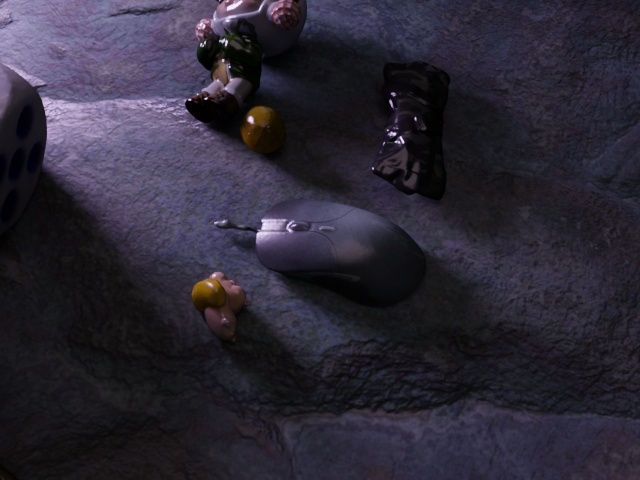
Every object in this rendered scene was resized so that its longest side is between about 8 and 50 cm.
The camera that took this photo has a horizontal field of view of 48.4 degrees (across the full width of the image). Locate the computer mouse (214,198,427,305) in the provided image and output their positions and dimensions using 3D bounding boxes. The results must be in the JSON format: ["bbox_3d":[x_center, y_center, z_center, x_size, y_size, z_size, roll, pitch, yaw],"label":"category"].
[{"bbox_3d":[0.000,0.000,1.225,0.379,0.090,0.167,11,57,2],"label":"computer mouse"}]

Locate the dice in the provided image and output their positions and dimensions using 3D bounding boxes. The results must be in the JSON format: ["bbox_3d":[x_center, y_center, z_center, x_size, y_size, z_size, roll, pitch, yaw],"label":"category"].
[{"bbox_3d":[-0.612,-0.149,1.158,0.259,0.243,0.251,13,58,-2],"label":"dice"}]

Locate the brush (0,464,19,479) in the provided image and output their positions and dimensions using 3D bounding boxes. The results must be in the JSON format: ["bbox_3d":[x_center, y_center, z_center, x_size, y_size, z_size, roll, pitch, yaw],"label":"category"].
[{"bbox_3d":[-0.415,0.351,0.943,0.197,0.123,0.059,36,65,16],"label":"brush"}]

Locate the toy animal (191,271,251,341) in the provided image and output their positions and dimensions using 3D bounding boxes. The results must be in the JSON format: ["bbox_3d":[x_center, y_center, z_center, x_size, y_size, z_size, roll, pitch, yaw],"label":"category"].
[{"bbox_3d":[-0.150,0.098,1.151,0.082,0.091,0.114,-21,61,-33],"label":"toy animal"}]

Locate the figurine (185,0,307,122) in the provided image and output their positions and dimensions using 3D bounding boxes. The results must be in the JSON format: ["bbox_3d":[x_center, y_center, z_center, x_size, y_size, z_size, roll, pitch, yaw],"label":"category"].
[{"bbox_3d":[-0.142,-0.395,1.405,0.281,0.167,0.370,3,61,41],"label":"figurine"}]

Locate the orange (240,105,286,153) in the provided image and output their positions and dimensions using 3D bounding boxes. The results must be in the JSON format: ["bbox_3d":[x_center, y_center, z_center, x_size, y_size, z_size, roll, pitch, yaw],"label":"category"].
[{"bbox_3d":[-0.108,-0.210,1.339,0.085,0.085,0.095,-10,63,-12],"label":"orange"}]

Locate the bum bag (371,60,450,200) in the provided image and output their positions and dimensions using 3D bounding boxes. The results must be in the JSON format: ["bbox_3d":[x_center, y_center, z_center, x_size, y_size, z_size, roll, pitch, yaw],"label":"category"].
[{"bbox_3d":[0.180,-0.228,1.377,0.144,0.095,0.341,17,59,-13],"label":"bum bag"}]
